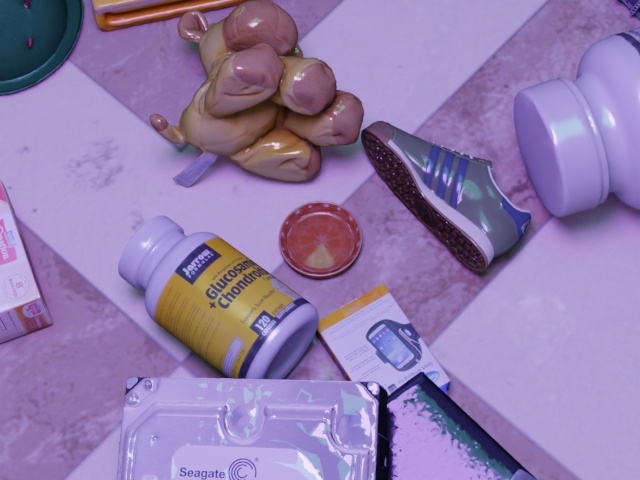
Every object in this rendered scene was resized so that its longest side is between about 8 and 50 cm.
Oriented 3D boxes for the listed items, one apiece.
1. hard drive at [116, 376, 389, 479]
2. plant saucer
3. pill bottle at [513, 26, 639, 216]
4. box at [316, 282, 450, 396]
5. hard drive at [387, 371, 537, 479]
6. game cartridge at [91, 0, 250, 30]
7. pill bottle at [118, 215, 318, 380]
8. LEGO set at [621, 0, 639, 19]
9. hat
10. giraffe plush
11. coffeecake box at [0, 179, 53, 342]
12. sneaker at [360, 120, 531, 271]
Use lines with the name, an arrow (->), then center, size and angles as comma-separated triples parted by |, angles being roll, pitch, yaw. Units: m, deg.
hard drive -> -0.065, 0.288, 1.306 | 0.237, 0.064, 0.338 | 1, 74, 13
plant saucer -> 0.000, 0.000, 1.519 | 0.084, 0.013, 0.083 | -1, 65, 2
pill bottle -> 0.358, -0.132, 1.479 | 0.319, 0.176, 0.176 | -18, 65, -6
box -> 0.063, 0.117, 1.454 | 0.081, 0.028, 0.136 | -29, 69, -11
hard drive -> 0.054, 0.251, 1.360 | 0.255, 0.054, 0.172 | -44, 70, -8
game cartridge -> -0.135, -0.400, 1.700 | 0.285, 0.052, 0.323 | -11, 62, -3
pill bottle -> -0.100, 0.056, 1.446 | 0.184, 0.103, 0.103 | 35, 71, 17
LEGO set -> 0.372, -0.406, 1.578 | 0.331, 0.192, 0.255 | -33, 81, -17
hat -> -0.343, -0.284, 1.574 | 0.173, 0.183, 0.208 | 8, 65, 6
giraffe plush -> -0.067, -0.166, 1.541 | 0.210, 0.181, 0.170 | -22, 48, 30
coffeecake box -> -0.374, 0.042, 1.484 | 0.186, 0.068, 0.142 | -20, 65, -8
sneaker -> 0.131, -0.059, 1.520 | 0.086, 0.064, 0.192 | -33, 68, -21
